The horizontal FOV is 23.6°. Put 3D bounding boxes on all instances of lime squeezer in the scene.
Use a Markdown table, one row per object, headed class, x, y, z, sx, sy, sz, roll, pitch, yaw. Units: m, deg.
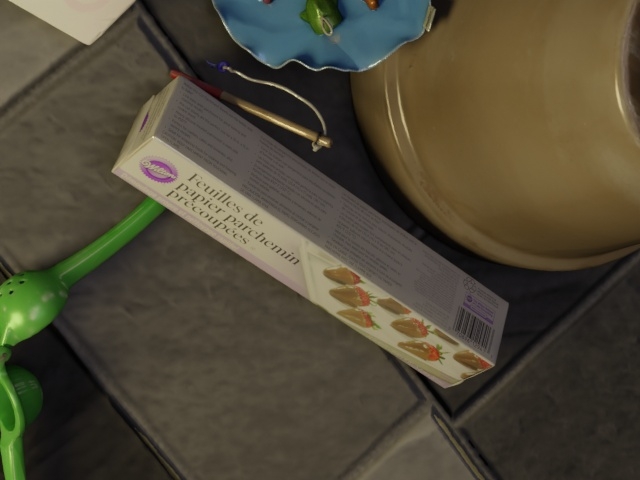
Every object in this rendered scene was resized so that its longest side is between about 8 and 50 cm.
| class | x | y | z | sx | sy | sz | roll | pitch | yaw |
| --- | --- | --- | --- | --- | --- | --- | --- | --- | --- |
| lime squeezer | -0.198 | 0.090 | 1.097 | 0.110 | 0.059 | 0.310 | 22 | 85 | -52 |

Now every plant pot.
| class | x | y | z | sx | sy | sz | roll | pitch | yaw |
| --- | --- | --- | --- | --- | --- | --- | --- | --- | --- |
| plant pot | 0.220 | -0.128 | 1.108 | 0.323 | 0.280 | 0.323 | -2 | 95 | -21 |

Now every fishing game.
| class | x | y | z | sx | sy | sz | roll | pitch | yaw |
| --- | --- | --- | --- | --- | --- | --- | --- | --- | --- |
| fishing game | 0.004 | -0.206 | 1.091 | 0.189 | 0.041 | 0.264 | 26 | 90 | 16 |

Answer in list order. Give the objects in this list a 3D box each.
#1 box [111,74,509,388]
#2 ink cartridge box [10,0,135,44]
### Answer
| class | x | y | z | sx | sy | sz | roll | pitch | yaw |
| --- | --- | --- | --- | --- | --- | --- | --- | --- | --- |
| box | 0.000 | 0.000 | 1.140 | 0.324 | 0.063 | 0.067 | 33 | 51 | -21 |
| ink cartridge box | -0.188 | -0.246 | 0.979 | 0.232 | 0.189 | 0.066 | 25 | 44 | -34 |
